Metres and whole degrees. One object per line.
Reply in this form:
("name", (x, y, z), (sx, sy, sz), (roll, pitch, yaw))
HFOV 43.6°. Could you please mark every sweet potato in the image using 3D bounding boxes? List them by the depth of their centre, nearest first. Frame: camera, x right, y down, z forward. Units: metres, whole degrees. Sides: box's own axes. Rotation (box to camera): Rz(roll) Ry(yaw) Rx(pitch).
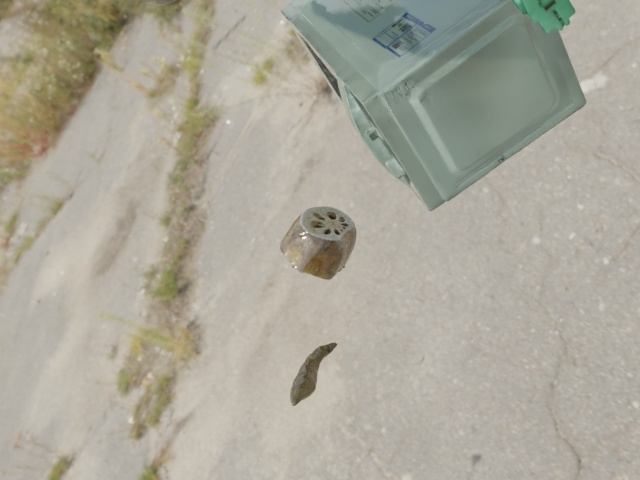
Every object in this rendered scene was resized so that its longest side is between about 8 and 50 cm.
("sweet potato", (-0.017, 0.213, 1.266), (0.041, 0.038, 0.153), (-4, 29, 28))

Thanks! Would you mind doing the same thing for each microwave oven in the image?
("microwave oven", (0.082, -0.146, 0.630), (0.162, 0.122, 0.208), (-35, 38, 4))

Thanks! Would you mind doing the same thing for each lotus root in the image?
("lotus root", (-0.003, -0.002, 1.358), (0.122, 0.112, 0.081), (-43, -22, -50))

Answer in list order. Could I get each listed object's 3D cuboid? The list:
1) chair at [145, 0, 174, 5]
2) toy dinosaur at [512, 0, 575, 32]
("chair", (-0.148, -0.367, 0.695), (0.188, 0.272, 0.166), (5, 43, 48))
("toy dinosaur", (0.079, -0.212, 0.394), (0.094, 0.259, 0.153), (-38, 47, 19))
